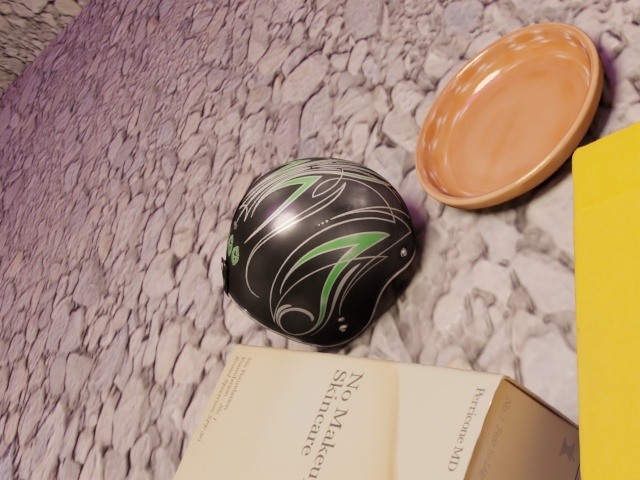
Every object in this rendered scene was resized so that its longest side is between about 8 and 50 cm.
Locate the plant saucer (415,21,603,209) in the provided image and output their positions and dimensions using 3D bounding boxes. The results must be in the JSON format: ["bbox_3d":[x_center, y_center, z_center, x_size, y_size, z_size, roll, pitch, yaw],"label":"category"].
[{"bbox_3d":[0.175,-0.111,0.836,0.200,0.037,0.200,-32,39,31],"label":"plant saucer"}]

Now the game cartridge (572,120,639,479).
[{"bbox_3d":[0.264,0.048,0.486,0.285,0.052,0.324,-25,53,50],"label":"game cartridge"}]

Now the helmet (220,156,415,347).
[{"bbox_3d":[0.000,0.000,0.857,0.161,0.169,0.169,-61,28,21],"label":"helmet"}]

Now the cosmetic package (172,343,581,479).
[{"bbox_3d":[0.027,0.178,0.685,0.309,0.113,0.160,-5,56,52],"label":"cosmetic package"}]
